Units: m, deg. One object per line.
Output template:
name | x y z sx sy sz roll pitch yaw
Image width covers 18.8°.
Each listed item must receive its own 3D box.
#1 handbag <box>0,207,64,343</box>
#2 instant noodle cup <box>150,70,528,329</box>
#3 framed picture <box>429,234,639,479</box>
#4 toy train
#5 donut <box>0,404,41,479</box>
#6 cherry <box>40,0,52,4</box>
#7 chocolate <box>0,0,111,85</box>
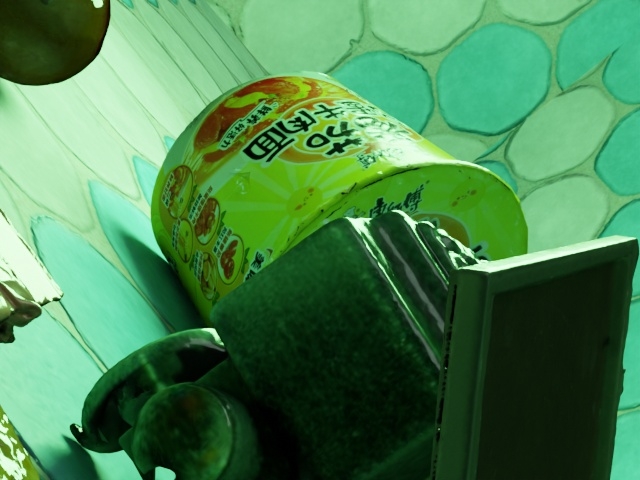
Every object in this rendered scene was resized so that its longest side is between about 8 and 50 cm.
handbag | -0.208 -0.007 0.903 0.157 0.059 0.212 51 8 5
instant noodle cup | 0.000 0.000 1.506 0.200 0.264 0.264 47 2 42
framed picture | 0.096 0.169 0.934 0.022 0.335 0.247 9 8 23
toy train | 0.016 0.103 1.057 0.167 0.238 0.299 58 10 22
donut | -0.170 0.074 0.685 0.174 0.075 0.190 52 3 15
cherry | -0.246 -0.137 0.949 0.148 0.115 0.188 48 -18 -27
chocolate | -0.229 -0.181 1.445 0.133 0.124 0.127 2 42 -37
